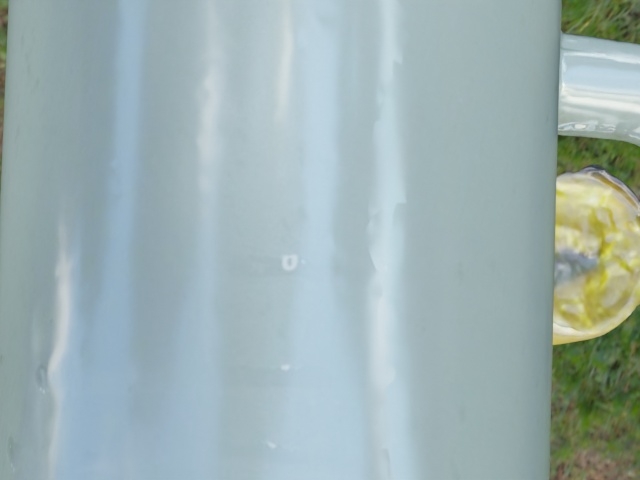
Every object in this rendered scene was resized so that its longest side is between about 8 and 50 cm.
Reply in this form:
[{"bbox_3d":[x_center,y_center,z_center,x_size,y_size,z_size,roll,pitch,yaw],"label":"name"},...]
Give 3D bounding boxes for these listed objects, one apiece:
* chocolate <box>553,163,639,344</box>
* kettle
[{"bbox_3d":[0.173,0.048,1.282,0.162,0.162,0.445,52,159,-3],"label":"chocolate"},{"bbox_3d":[0.009,0.002,0.446,0.205,0.265,0.318,-14,71,53],"label":"kettle"}]
